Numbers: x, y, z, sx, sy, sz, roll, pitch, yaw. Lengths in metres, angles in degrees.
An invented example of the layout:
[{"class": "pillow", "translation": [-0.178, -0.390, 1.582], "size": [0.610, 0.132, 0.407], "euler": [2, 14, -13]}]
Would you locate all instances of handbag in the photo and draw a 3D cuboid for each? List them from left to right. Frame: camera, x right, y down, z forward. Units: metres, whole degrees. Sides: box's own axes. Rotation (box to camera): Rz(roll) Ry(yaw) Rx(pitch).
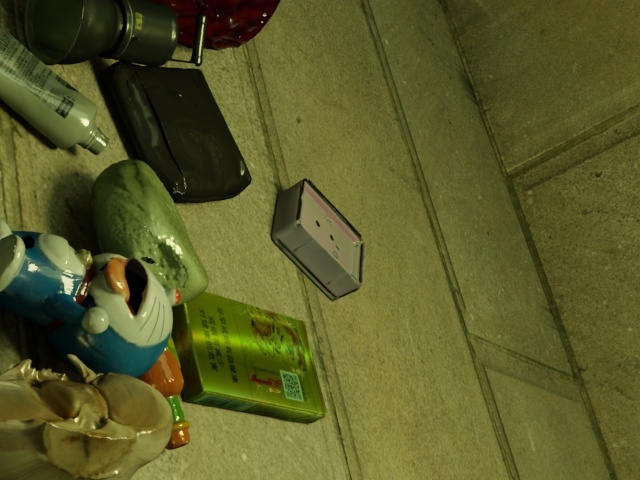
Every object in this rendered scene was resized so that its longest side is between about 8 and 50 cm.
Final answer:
[{"class": "handbag", "translation": [-0.227, -0.178, 1.745], "size": [0.223, 0.080, 0.247], "euler": [-10, 72, -63]}]

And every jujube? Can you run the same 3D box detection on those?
[{"class": "jujube", "translation": [-0.211, -0.464, 1.900], "size": [0.376, 0.258, 0.258], "euler": [-18, 81, -58]}]

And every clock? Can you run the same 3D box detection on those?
[{"class": "clock", "translation": [0.000, 0.000, 1.993], "size": [0.193, 0.073, 0.145], "euler": [46, 30, -28]}]

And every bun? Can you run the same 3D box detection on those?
[{"class": "bun", "translation": [-0.241, -0.003, 1.479], "size": [0.221, 0.108, 0.221], "euler": [60, 0, 0]}]

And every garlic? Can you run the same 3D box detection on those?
[{"class": "garlic", "translation": [-0.280, 0.221, 1.190], "size": [0.229, 0.143, 0.178], "euler": [-1, 19, -27]}]

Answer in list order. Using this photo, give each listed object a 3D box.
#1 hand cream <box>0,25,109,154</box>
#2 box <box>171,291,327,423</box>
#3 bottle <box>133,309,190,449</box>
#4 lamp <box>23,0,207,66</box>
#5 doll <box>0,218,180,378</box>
[{"class": "hand cream", "translation": [-0.426, -0.231, 1.469], "size": [0.340, 0.077, 0.124], "euler": [40, 33, -23]}, {"class": "box", "translation": [-0.109, 0.179, 1.650], "size": [0.311, 0.043, 0.173], "euler": [22, 46, -53]}, {"class": "bottle", "translation": [-0.215, 0.183, 1.426], "size": [0.069, 0.069, 0.187], "euler": [7, 60, -59]}, {"class": "lamp", "translation": [-0.310, -0.320, 1.620], "size": [0.227, 0.172, 0.147], "euler": [2, 96, -49]}, {"class": "doll", "translation": [-0.293, 0.062, 1.304], "size": [0.257, 0.161, 0.215], "euler": [37, 7, -36]}]
